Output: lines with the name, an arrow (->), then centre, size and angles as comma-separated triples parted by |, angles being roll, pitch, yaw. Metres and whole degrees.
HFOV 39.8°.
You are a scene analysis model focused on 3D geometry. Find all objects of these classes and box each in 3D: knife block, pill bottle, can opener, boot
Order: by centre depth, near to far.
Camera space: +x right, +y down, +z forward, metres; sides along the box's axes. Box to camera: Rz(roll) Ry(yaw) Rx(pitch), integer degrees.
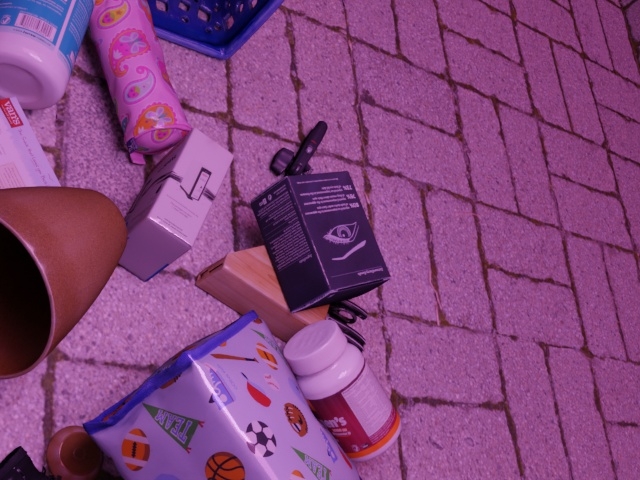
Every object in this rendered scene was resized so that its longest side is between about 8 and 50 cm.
boot -> -0.384, 0.332, 1.121 | 0.099, 0.045, 0.121 | 52, 43, -11
pill bottle -> -0.432, -0.343, 1.358 | 0.146, 0.146, 0.264 | 27, 55, -29
pill bottle -> 0.035, 0.246, 1.455 | 0.221, 0.121, 0.121 | 59, 42, -21
knife block -> -0.048, 0.123, 1.503 | 0.276, 0.088, 0.242 | -13, 76, -46
can opener -> -0.028, -0.177, 1.706 | 0.073, 0.059, 0.186 | 46, 45, -12

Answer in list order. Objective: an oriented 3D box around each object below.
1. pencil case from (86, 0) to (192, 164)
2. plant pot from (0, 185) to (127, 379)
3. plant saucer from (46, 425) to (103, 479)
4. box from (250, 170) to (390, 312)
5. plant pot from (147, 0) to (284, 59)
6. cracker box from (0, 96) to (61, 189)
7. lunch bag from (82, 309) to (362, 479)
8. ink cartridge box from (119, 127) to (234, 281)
pencil case -> -0.307, -0.275, 1.463 | 0.124, 0.124, 0.284 | -9, 75, -44
plant pot -> -0.379, 0.023, 1.187 | 0.237, 0.237, 0.254 | 55, 28, -4
plant saucer -> -0.331, 0.292, 1.208 | 0.083, 0.015, 0.083 | 21, 56, -33
box -> 0.000, 0.000, 1.471 | 0.153, 0.108, 0.207 | -8, 74, -45
plant pot -> -0.212, -0.501, 1.599 | 0.236, 0.236, 0.212 | 15, 53, -36
cracker box -> -0.501, -0.099, 1.230 | 0.232, 0.067, 0.155 | -24, 86, -45
lunch bag -> -0.104, 0.289, 1.250 | 0.328, 0.239, 0.385 | 57, 16, 0
ink cartridge box -> -0.234, -0.057, 1.390 | 0.086, 0.148, 0.203 | 36, 47, -20
